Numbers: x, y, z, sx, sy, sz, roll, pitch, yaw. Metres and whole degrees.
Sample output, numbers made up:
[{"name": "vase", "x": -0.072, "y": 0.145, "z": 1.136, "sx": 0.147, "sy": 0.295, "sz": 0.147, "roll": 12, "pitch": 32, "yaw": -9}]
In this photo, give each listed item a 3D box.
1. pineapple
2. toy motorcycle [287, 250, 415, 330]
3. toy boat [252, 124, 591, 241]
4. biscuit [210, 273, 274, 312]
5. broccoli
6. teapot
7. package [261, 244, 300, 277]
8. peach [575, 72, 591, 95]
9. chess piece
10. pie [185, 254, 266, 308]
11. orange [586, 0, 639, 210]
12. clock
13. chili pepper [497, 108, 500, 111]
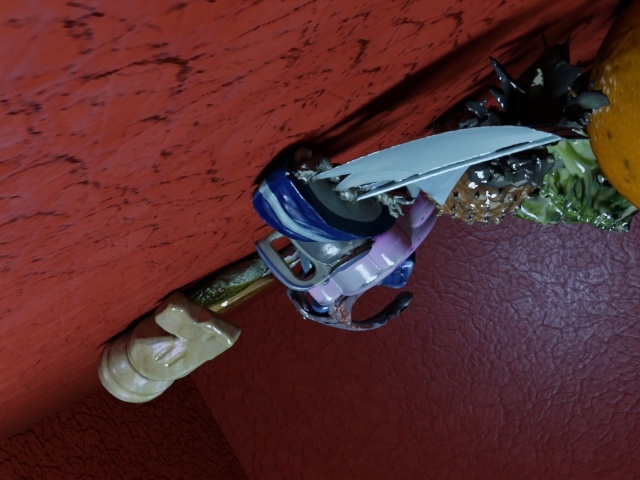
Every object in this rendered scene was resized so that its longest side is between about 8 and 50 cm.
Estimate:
[{"name": "pineapple", "x": 0.218, "y": -0.117, "z": 0.905, "sx": 0.165, "sy": 0.166, "sz": 0.364, "roll": -30, "pitch": 174, "yaw": -11}, {"name": "toy motorcycle", "x": 0.073, "y": 0.048, "z": 1.570, "sx": 0.319, "sy": 0.182, "sz": 0.241, "roll": -27, "pitch": 137, "yaw": -40}, {"name": "toy boat", "x": 0.084, "y": -0.053, "z": 0.733, "sx": 0.291, "sy": 0.071, "sz": 0.210, "roll": -10, "pitch": 169, "yaw": 3}, {"name": "biscuit", "x": -0.234, "y": 0.146, "z": 1.781, "sx": 0.288, "sy": 0.044, "sz": 0.202, "roll": -29, "pitch": 176, "yaw": 3}, {"name": "broccoli", "x": 0.485, "y": -0.168, "z": 1.475, "sx": 0.277, "sy": 0.338, "sz": 0.317, "roll": -58, "pitch": 160, "yaw": -15}, {"name": "teapot", "x": 0.006, "y": -0.005, "z": 1.056, "sx": 0.149, "sy": 0.108, "sz": 0.111, "roll": -29, "pitch": 175, "yaw": -36}, {"name": "package", "x": -0.034, "y": 0.014, "z": 1.636, "sx": 0.173, "sy": 0.027, "sz": 0.171, "roll": -38, "pitch": 172, "yaw": 18}, {"name": "peach", "x": 0.614, "y": -0.259, "z": 1.726, "sx": 0.275, "sy": 0.248, "sz": 0.245, "roll": -48, "pitch": -148, "yaw": 1}, {"name": "chess piece", "x": -0.244, "y": 0.171, "z": 1.308, "sx": 0.137, "sy": 0.137, "sz": 0.300, "roll": -27, "pitch": 176, "yaw": -44}, {"name": "pie", "x": -0.168, "y": 0.080, "z": 1.369, "sx": 0.186, "sy": 0.041, "sz": 0.187, "roll": -29, "pitch": 177, "yaw": -2}, {"name": "orange", "x": 0.511, "y": -0.188, "z": 0.911, "sx": 0.423, "sy": 0.327, "sz": 0.424, "roll": -12, "pitch": -177, "yaw": 1}, {"name": "clock", "x": 0.084, "y": -0.017, "z": 1.223, "sx": 0.227, "sy": 0.090, "sz": 0.248, "roll": -34, "pitch": -166, "yaw": 39}, {"name": "chili pepper", "x": 0.277, "y": -0.190, "z": 1.321, "sx": 0.055, "sy": 0.035, "sz": 0.118, "roll": -47, "pitch": 180, "yaw": 1}]
